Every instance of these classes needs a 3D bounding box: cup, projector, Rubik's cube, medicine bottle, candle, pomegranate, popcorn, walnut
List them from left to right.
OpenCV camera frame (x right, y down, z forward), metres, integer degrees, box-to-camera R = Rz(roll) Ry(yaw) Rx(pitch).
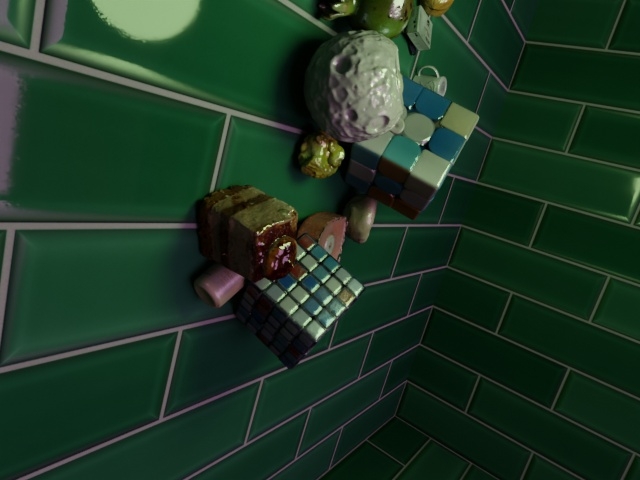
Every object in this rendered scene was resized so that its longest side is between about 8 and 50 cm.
[{"bbox_3d":[-0.267,0.092,1.410,0.252,0.114,0.114,-43,142,-33],"label":"medicine bottle"},{"bbox_3d":[-0.076,0.206,1.524,0.293,0.287,0.292,-42,170,-34],"label":"Rubik's cube"},{"bbox_3d":[-0.004,-0.299,1.552,0.174,0.142,0.173,-18,132,-21],"label":"popcorn"},{"bbox_3d":[0.000,0.000,1.756,0.287,0.131,0.317,-61,158,-25],"label":"candle"},{"bbox_3d":[0.154,-0.729,1.413,0.306,0.242,0.242,-42,142,-21],"label":"pomegranate"},{"bbox_3d":[0.327,-0.339,1.716,0.347,0.347,0.344,-59,175,-15],"label":"Rubik's cube"},{"bbox_3d":[0.400,-0.859,1.839,0.147,0.061,0.115,15,82,-57],"label":"projector"},{"bbox_3d":[0.478,-0.696,2.012,0.099,0.133,0.136,-65,149,-9],"label":"cup"},{"bbox_3d":[0.471,-0.987,1.813,0.144,0.144,0.180,38,71,-58],"label":"walnut"}]

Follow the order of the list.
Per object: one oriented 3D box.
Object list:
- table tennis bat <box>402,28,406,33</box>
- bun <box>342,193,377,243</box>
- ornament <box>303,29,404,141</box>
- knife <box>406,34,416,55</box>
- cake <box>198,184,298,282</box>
[{"bbox_3d":[0.304,-0.837,1.773,0.156,0.013,0.087,-11,117,-52],"label":"table tennis bat"},{"bbox_3d":[0.155,-0.097,1.901,0.231,0.133,0.231,-165,-90,-89],"label":"bun"},{"bbox_3d":[0.102,-0.473,1.412,0.337,0.337,0.337,-35,137,-41],"label":"ornament"},{"bbox_3d":[0.378,-0.821,1.887,0.031,0.018,0.121,-52,146,-10],"label":"knife"},{"bbox_3d":[-0.188,-0.014,1.295,0.196,0.293,0.198,-27,136,-47],"label":"cake"}]
